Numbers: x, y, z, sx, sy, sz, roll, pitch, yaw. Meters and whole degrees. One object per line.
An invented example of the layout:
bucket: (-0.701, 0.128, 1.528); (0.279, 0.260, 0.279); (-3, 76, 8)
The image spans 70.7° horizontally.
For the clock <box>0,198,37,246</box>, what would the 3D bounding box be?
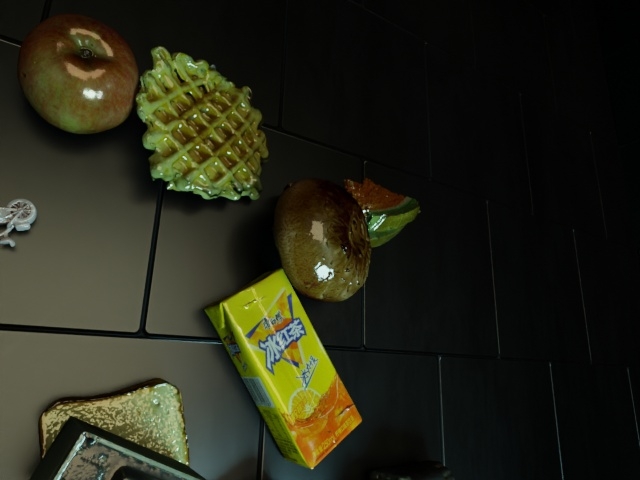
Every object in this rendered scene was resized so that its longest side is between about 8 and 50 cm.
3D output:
clock: (-0.521, -0.027, 0.711); (0.129, 0.041, 0.087); (-10, 79, -30)

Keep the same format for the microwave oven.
microwave oven: (-0.278, 0.349, 0.616); (0.205, 0.163, 0.129); (36, 63, -22)

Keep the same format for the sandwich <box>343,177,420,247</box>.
sandwich: (0.139, -0.079, 1.129); (0.185, 0.109, 0.160); (-19, 61, -38)

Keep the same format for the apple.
apple: (-0.409, -0.283, 0.774); (0.188, 0.174, 0.188); (8, 75, -30)

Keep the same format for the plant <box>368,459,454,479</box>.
plant: (0.182, 0.563, 0.954); (0.256, 0.142, 0.164); (-3, 79, -45)

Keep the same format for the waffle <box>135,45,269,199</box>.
waffle: (-0.228, -0.221, 0.907); (0.317, 0.073, 0.297); (5, 74, -50)

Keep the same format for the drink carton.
drink carton: (-0.072, 0.244, 0.892); (0.155, 0.111, 0.351); (-29, 93, -36)

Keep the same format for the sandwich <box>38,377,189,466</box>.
sandwich: (-0.328, 0.330, 0.726); (0.215, 0.065, 0.186); (-6, 80, -34)

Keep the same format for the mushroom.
mushroom: (0.010, -0.010, 0.950); (0.297, 0.163, 0.278); (16, 54, -64)
